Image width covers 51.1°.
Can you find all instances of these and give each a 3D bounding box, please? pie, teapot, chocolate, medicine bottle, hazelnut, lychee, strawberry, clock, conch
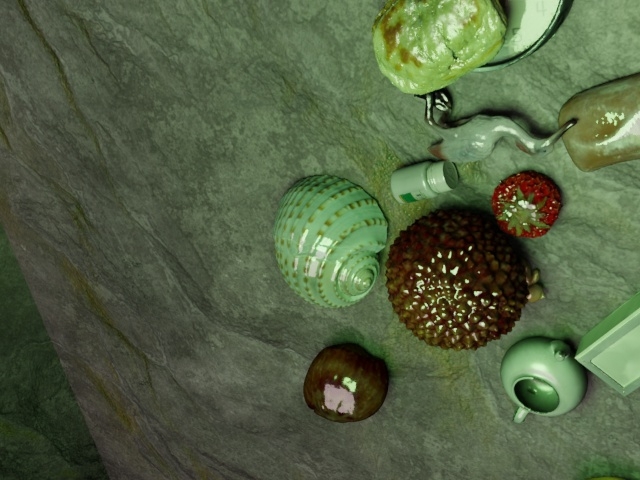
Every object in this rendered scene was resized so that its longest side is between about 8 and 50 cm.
[{"bbox_3d":[0.196,-0.372,1.193,0.248,0.090,0.201,-25,101,39],"label":"pie"},{"bbox_3d":[0.504,0.317,1.525,0.193,0.129,0.294,28,132,16],"label":"teapot"},{"bbox_3d":[0.541,-0.203,1.172,0.261,0.083,0.161,-20,106,42],"label":"chocolate"},{"bbox_3d":[0.223,-0.128,1.440,0.130,0.080,0.080,-10,114,39],"label":"medicine bottle"},{"bbox_3d":[0.063,0.387,1.822,0.234,0.218,0.218,-4,117,38],"label":"hazelnut"},{"bbox_3d":[0.277,0.086,1.408,0.306,0.330,0.306,2,100,12],"label":"lychee"},{"bbox_3d":[0.411,-0.069,1.352,0.145,0.086,0.145,17,129,22],"label":"strawberry"},{"bbox_3d":[0.281,-0.457,1.184,0.325,0.067,0.325,18,129,24],"label":"clock"},{"bbox_3d":[-0.004,0.007,1.606,0.319,0.215,0.303,23,120,19],"label":"conch"}]

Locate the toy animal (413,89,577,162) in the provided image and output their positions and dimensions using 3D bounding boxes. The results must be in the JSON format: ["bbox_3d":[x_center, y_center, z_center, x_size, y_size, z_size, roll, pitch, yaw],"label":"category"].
[{"bbox_3d":[0.313,-0.208,1.308,0.324,0.090,0.195,30,145,23],"label":"toy animal"}]

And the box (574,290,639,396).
[{"bbox_3d":[0.654,0.205,1.377,0.129,0.086,0.225,38,134,7],"label":"box"}]

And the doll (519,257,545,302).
[{"bbox_3d":[0.452,0.088,1.456,0.061,0.051,0.093,-23,110,15],"label":"doll"}]

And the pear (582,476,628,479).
[{"bbox_3d":[0.692,0.689,1.572,0.271,0.271,0.271,18,128,24],"label":"pear"}]
